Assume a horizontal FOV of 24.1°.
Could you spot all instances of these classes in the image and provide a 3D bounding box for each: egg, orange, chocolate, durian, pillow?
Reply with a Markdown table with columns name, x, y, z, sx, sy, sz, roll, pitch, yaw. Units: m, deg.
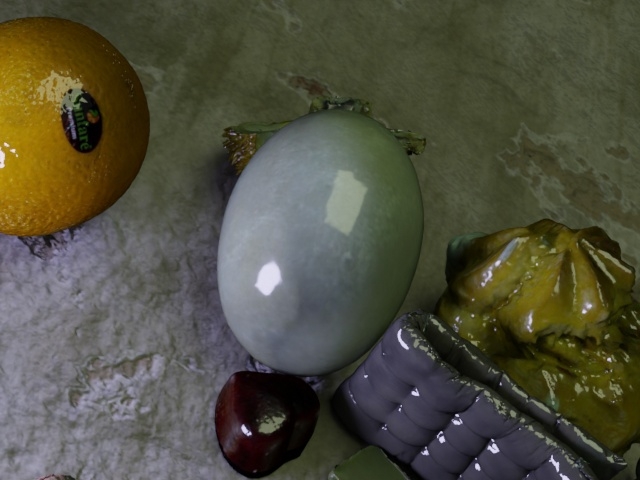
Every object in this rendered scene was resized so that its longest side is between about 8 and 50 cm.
| name | x | y | z | sx | sy | sz | roll | pitch | yaw |
| --- | --- | --- | --- | --- | --- | --- | --- | --- | --- |
| egg | 0.000 | 0.000 | 1.899 | 0.258 | 0.258 | 0.352 | 19 | 77 | -18 |
| orange | -0.345 | -0.138 | 1.822 | 0.274 | 0.274 | 0.274 | 18 | 45 | -19 |
| chocolate | -0.061 | 0.205 | 1.827 | 0.149 | 0.080 | 0.125 | -24 | 68 | -42 |
| durian | -0.007 | -0.133 | 2.100 | 0.306 | 0.166 | 0.172 | -1 | 51 | -25 |
| pillow | 0.186 | 0.239 | 1.843 | 0.326 | 0.228 | 0.101 | 40 | 48 | 4 |

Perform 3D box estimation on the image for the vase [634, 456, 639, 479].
| name | x | y | z | sx | sy | sz | roll | pitch | yaw |
| --- | --- | --- | --- | --- | --- | --- | --- | --- | --- |
| vase | 0.482 | 0.317 | 1.928 | 0.156 | 0.301 | 0.251 | 21 | 35 | -16 |

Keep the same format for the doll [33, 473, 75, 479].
| name | x | y | z | sx | sy | sz | roll | pitch | yaw |
| --- | --- | --- | --- | --- | --- | --- | --- | --- | --- |
| doll | -0.311 | 0.385 | 1.488 | 0.303 | 0.156 | 0.201 | -53 | 130 | -30 |

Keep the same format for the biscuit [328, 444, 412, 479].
| name | x | y | z | sx | sy | sz | roll | pitch | yaw |
| --- | --- | --- | --- | --- | --- | --- | --- | --- | --- |
| biscuit | 0.137 | 0.387 | 1.819 | 0.099 | 0.038 | 0.322 | -28 | 72 | -41 |

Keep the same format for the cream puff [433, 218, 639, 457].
| name | x | y | z | sx | sy | sz | roll | pitch | yaw |
| --- | --- | --- | --- | --- | --- | --- | --- | --- | --- |
| cream puff | 0.331 | 0.115 | 1.986 | 0.378 | 0.275 | 0.378 | 26 | 31 | -18 |
